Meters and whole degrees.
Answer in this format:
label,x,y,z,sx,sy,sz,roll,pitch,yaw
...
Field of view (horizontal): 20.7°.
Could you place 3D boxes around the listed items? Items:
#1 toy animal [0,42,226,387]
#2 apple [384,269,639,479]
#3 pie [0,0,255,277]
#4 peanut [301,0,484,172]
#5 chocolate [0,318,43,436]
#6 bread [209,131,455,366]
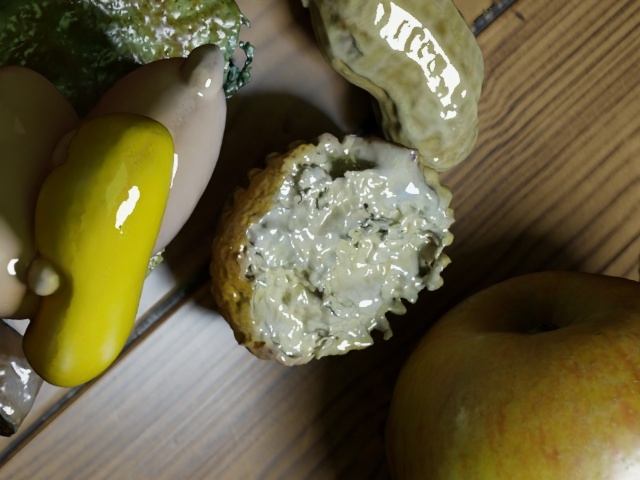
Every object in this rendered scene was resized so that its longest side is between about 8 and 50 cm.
label,x,y,z,sx,sy,sz,roll,pitch,yaw
toy animal,-0.238,-0.066,1.556,0.247,0.277,0.345,24,68,4
apple,0.258,0.209,1.908,0.400,0.400,0.333,-33,103,-17
pie,-0.228,-0.120,1.734,0.296,0.078,0.371,25,89,-32
peanut,0.081,-0.205,1.843,0.153,0.140,0.325,-35,119,-17
chocolate,-0.362,0.091,1.675,0.214,0.148,0.093,48,63,-32
bread,0.000,0.000,1.834,0.274,0.149,0.274,-13,121,-23
